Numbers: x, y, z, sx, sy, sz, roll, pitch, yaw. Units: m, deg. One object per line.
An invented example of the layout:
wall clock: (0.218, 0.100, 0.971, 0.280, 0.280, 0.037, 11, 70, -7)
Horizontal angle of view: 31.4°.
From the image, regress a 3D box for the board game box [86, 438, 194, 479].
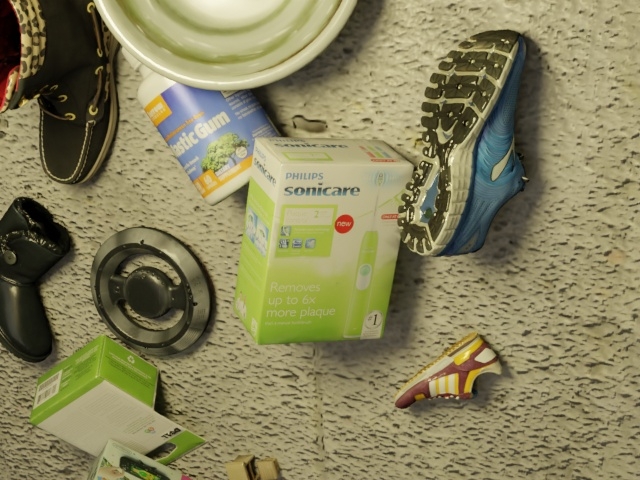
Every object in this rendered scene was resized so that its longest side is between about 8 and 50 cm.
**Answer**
board game box: (-0.306, 0.503, 1.894, 0.224, 0.303, 0.097, 29, 119, -12)

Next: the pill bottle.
pill bottle: (-0.179, -0.202, 1.714, 0.152, 0.152, 0.272, -32, 94, 29)

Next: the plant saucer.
plant saucer: (-0.129, -0.411, 1.612, 0.401, 0.100, 0.400, 0, 95, 4)

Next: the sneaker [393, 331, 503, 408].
sneaker: (0.194, 0.222, 1.750, 0.185, 0.069, 0.084, -42, 83, 30)

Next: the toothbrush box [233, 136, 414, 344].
toothbrush box: (0.000, 0.000, 1.669, 0.206, 0.122, 0.283, 0, 113, -23)

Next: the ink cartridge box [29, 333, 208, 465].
ink cartridge box: (-0.349, 0.300, 2.002, 0.189, 0.097, 0.255, -33, 127, 28)

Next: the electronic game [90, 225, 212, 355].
electronic game: (-0.287, 0.087, 1.918, 0.229, 0.048, 0.229, 7, 109, 21)

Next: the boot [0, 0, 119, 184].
boot: (-0.423, -0.237, 1.729, 0.138, 0.284, 0.377, 24, 114, 14)

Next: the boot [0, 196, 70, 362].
boot: (-0.504, 0.069, 1.977, 0.207, 0.094, 0.246, -36, 85, 32)

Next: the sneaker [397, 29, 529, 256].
sneaker: (0.219, -0.133, 1.596, 0.130, 0.147, 0.329, 28, 103, 49)

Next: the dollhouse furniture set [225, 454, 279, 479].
dollhouse furniture set: (-0.064, 0.445, 1.917, 0.182, 0.101, 0.160, -10, 103, 26)
